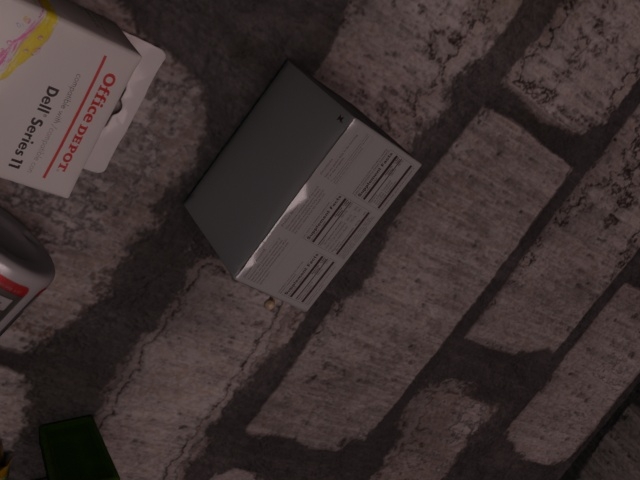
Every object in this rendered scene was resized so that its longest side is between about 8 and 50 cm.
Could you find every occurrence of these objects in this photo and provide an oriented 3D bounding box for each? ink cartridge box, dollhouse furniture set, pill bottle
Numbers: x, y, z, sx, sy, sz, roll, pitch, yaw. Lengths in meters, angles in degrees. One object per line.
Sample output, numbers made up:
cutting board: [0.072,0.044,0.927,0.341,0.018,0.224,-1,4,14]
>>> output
ink cartridge box: [-0.353,-0.186,0.996,0.354,0.119,0.207,19,110,-38]
dollhouse furniture set: [-0.473,0.415,1.317,0.302,0.151,0.197,-8,125,-26]
pill bottle: [-0.485,0.092,1.082,0.283,0.161,0.161,-45,132,4]

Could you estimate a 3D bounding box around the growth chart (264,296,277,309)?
growth chart: [0.000,0.000,1.322,0.021,0.172,0.237,38,102,-1]

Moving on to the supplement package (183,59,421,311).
supplement package: [-0.032,-0.077,1.202,0.145,0.204,0.261,29,104,-41]
